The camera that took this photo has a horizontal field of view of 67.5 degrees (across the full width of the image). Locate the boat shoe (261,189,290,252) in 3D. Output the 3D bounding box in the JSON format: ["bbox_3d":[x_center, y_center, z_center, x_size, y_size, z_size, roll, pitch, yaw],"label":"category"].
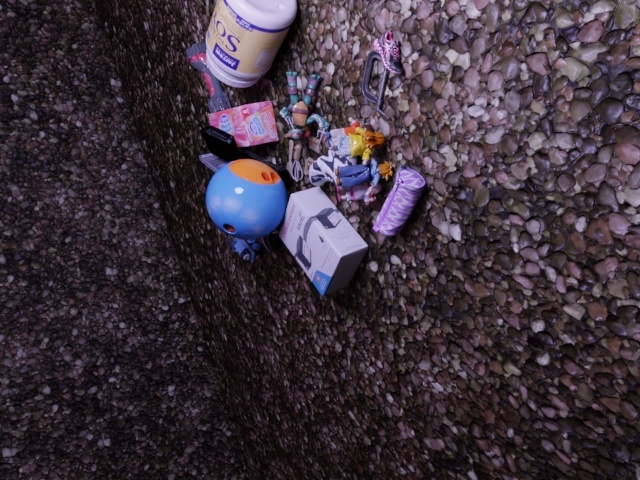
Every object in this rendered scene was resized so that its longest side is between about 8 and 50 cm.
[{"bbox_3d":[-0.176,-0.081,1.912,0.091,0.114,0.303,33,133,51],"label":"boat shoe"}]

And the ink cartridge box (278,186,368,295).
[{"bbox_3d":[0.000,0.000,1.679,0.307,0.129,0.223,52,143,27],"label":"ink cartridge box"}]

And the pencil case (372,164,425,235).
[{"bbox_3d":[0.220,-0.104,1.344,0.086,0.088,0.206,52,143,31],"label":"pencil case"}]

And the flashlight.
[{"bbox_3d":[-0.484,-0.686,2.065,0.103,0.103,0.304,-18,90,56],"label":"flashlight"}]

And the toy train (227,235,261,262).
[{"bbox_3d":[-0.354,0.025,2.231,0.184,0.105,0.080,50,142,29],"label":"toy train"}]

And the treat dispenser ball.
[{"bbox_3d":[-0.262,-0.146,1.711,0.288,0.288,0.288,30,130,45],"label":"treat dispenser ball"}]

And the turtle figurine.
[{"bbox_3d":[-0.064,-0.412,1.539,0.118,0.175,0.234,22,112,52],"label":"turtle figurine"}]

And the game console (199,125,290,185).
[{"bbox_3d":[-0.276,-0.312,1.807,0.361,0.044,0.213,26,168,5],"label":"game console"}]

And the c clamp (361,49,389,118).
[{"bbox_3d":[0.162,-0.437,1.327,0.137,0.022,0.161,44,140,43],"label":"c clamp"}]

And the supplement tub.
[{"bbox_3d":[-0.241,-0.693,1.580,0.241,0.241,0.331,63,146,11],"label":"supplement tub"}]

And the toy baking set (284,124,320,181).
[{"bbox_3d":[-0.076,-0.308,1.725,0.256,0.030,0.197,6,111,54],"label":"toy baking set"}]

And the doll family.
[{"bbox_3d":[0.120,-0.223,1.377,0.118,0.163,0.263,-116,15,-77],"label":"doll family"}]

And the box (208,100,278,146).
[{"bbox_3d":[-0.309,-0.449,1.892,0.300,0.142,0.154,11,115,53],"label":"box"}]

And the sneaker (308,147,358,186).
[{"bbox_3d":[0.051,-0.200,1.535,0.235,0.094,0.153,-38,65,45],"label":"sneaker"}]

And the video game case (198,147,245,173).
[{"bbox_3d":[-0.351,-0.310,1.974,0.274,0.196,0.026,39,136,39],"label":"video game case"}]

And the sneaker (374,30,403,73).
[{"bbox_3d":[0.186,-0.490,1.245,0.057,0.047,0.119,-37,76,44],"label":"sneaker"}]
